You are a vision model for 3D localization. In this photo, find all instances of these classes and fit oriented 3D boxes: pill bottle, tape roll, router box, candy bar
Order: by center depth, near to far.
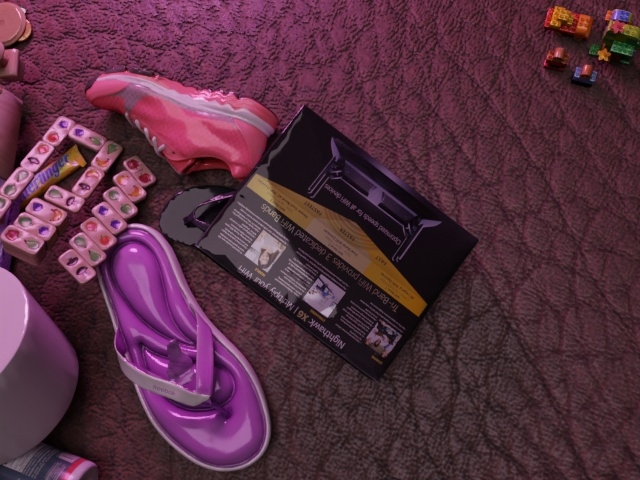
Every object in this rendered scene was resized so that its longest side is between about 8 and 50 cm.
[{"bbox_3d":[0.022,0.006,1.076,0.308,0.081,0.243,38,82,-3],"label":"router box"},{"bbox_3d":[-0.491,0.177,1.104,0.246,0.169,0.246,-6,51,8],"label":"tape roll"},{"bbox_3d":[-0.429,0.348,1.142,0.180,0.108,0.108,17,83,10],"label":"pill bottle"},{"bbox_3d":[-0.453,-0.095,1.268,0.161,0.018,0.040,-35,78,0],"label":"candy bar"}]

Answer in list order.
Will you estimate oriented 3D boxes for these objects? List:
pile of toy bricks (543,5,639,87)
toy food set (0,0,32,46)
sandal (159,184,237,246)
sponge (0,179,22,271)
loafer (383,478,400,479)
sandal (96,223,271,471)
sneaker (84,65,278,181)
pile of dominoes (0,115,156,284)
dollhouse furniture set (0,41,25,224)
[{"bbox_3d":[0.434,-0.292,1.143,0.212,0.105,0.118,16,83,10],"label":"pile of toy bricks"},{"bbox_3d":[-0.535,-0.366,1.324,0.083,0.020,0.083,-25,78,3],"label":"toy food set"},{"bbox_3d":[-0.126,-0.040,1.197,0.254,0.054,0.097,0,80,7],"label":"sandal"},{"bbox_3d":[-0.546,0.003,1.244,0.117,0.031,0.210,7,86,15],"label":"sponge"},{"bbox_3d":[0.061,0.368,1.110,0.125,0.039,0.045,-16,79,4],"label":"loafer"},{"bbox_3d":[-0.227,0.159,1.150,0.169,0.102,0.416,-35,76,0],"label":"sandal"},{"bbox_3d":[-0.229,-0.174,1.204,0.313,0.116,0.136,14,84,9],"label":"sneaker"},{"bbox_3d":[-0.377,-0.073,1.184,0.196,0.040,0.251,25,58,1],"label":"pile of dominoes"},{"bbox_3d":[-0.644,-0.205,1.201,0.303,0.174,0.356,-3,74,14],"label":"dollhouse furniture set"}]
